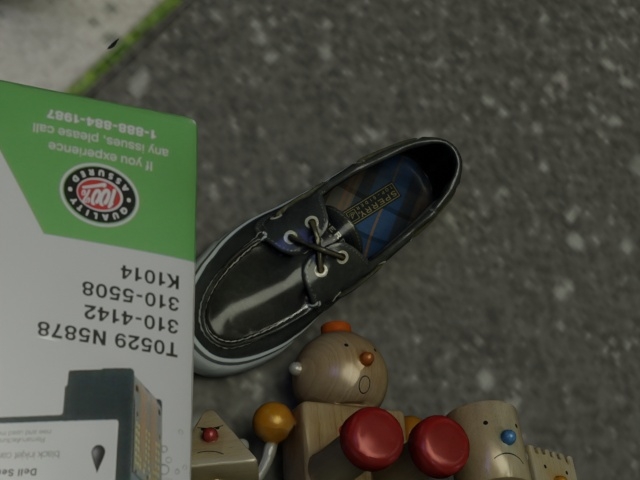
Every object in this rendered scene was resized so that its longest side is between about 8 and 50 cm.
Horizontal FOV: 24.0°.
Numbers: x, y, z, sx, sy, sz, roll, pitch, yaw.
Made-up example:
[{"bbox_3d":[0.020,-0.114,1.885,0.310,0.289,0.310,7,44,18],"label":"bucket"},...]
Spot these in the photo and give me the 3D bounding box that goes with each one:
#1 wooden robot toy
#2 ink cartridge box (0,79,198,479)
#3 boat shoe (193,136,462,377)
[{"bbox_3d":[0.021,0.062,0.544,0.173,0.076,0.079,9,55,-25],"label":"wooden robot toy"},{"bbox_3d":[-0.124,0.065,0.447,0.160,0.092,0.219,9,65,-24],"label":"ink cartridge box"},{"bbox_3d":[0.000,0.000,0.572,0.142,0.040,0.049,-38,90,-34],"label":"boat shoe"}]
